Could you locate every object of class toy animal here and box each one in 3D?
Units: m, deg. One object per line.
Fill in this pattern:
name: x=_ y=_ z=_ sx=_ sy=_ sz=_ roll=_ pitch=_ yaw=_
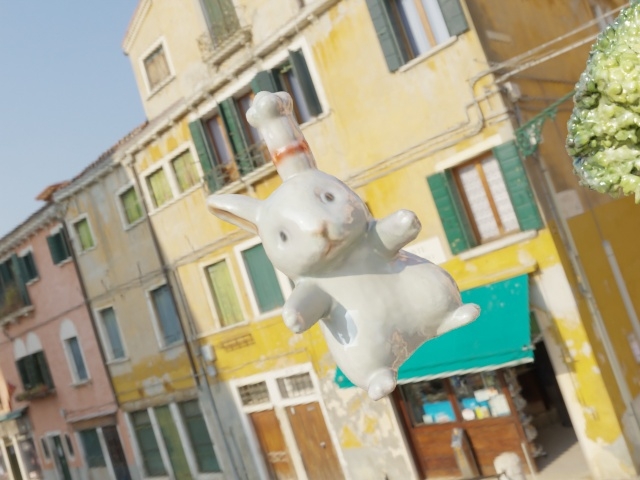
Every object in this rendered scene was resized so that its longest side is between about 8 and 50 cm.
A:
toy animal: x=0.008 y=0.008 z=0.545 sx=0.140 sy=0.282 sz=0.138 roll=-40 pitch=17 yaw=-4

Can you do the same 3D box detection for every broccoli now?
broccoli: x=0.433 y=-0.160 z=0.712 sx=0.247 sy=0.263 sz=0.243 roll=10 pitch=15 yaw=-36
